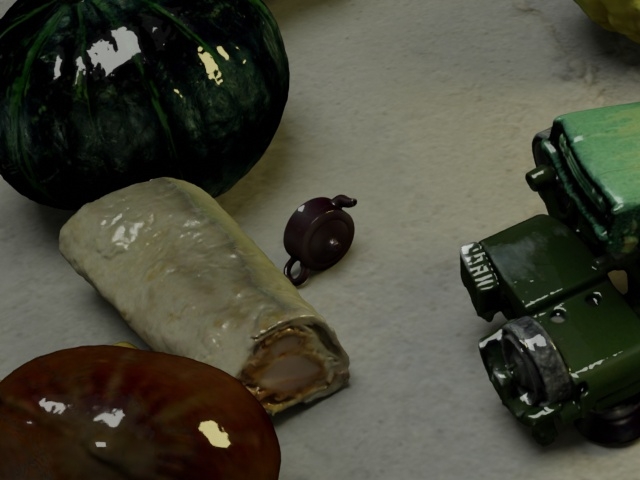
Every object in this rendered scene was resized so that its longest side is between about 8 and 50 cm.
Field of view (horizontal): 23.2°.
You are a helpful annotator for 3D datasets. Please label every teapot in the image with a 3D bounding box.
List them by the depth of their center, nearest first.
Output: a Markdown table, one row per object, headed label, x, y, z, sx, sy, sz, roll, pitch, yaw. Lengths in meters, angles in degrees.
| label | x | y | z | sx | sy | sz | roll | pitch | yaw |
| --- | --- | --- | --- | --- | --- | --- | --- | --- | --- |
| teapot | 0.000 | 0.000 | 1.436 | 0.045 | 0.068 | 0.100 | 38 | 98 | 42 |

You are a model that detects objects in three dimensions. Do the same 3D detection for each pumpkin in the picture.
| label | x | y | z | sx | sy | sz | roll | pitch | yaw |
| --- | --- | --- | --- | --- | --- | --- | --- | --- | --- |
| pumpkin | -0.193 | -0.165 | 1.547 | 0.315 | 0.238 | 0.315 | -10 | 35 | 7 |

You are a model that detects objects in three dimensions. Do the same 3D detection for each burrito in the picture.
| label | x | y | z | sx | sy | sz | roll | pitch | yaw |
| --- | --- | --- | --- | --- | --- | --- | --- | --- | --- |
| burrito | -0.105 | 0.042 | 1.385 | 0.143 | 0.105 | 0.299 | -28 | 42 | -22 |

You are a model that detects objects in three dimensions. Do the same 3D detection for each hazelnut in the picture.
| label | x | y | z | sx | sy | sz | roll | pitch | yaw |
| --- | --- | --- | --- | --- | --- | --- | --- | --- | --- |
| hazelnut | -0.143 | 0.171 | 1.161 | 0.229 | 0.229 | 0.229 | -9 | 40 | 8 |

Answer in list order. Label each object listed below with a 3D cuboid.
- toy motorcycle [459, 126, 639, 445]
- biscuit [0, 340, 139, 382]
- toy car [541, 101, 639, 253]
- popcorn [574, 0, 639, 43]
| label | x | y | z | sx | sy | sz | roll | pitch | yaw |
| --- | --- | --- | --- | --- | --- | --- | --- | --- | --- |
| toy motorcycle | 0.205 | 0.039 | 1.287 | 0.205 | 0.127 | 0.275 | -25 | 47 | -10 |
| biscuit | -0.230 | 0.142 | 1.366 | 0.183 | 0.039 | 0.174 | -36 | 42 | -24 |
| toy car | 0.344 | -0.072 | 1.236 | 0.320 | 0.097 | 0.141 | -7 | 43 | -15 |
| popcorn | 0.374 | -0.312 | 1.560 | 0.270 | 0.224 | 0.258 | -37 | 36 | -15 |
